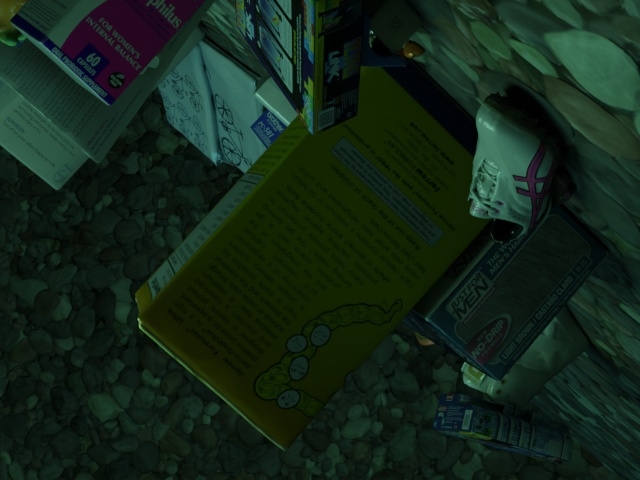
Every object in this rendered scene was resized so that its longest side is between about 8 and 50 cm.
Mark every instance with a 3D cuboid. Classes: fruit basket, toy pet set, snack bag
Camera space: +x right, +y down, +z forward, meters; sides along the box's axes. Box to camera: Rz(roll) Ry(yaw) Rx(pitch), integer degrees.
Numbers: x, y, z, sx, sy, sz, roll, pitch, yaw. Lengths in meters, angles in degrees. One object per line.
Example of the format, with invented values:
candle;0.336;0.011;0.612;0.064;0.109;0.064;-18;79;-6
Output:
fruit basket;-0.327;-0.319;1.350;0.165;0.327;0.353;-12;131;45
toy pet set;0.036;-0.176;0.946;0.122;0.065;0.114;43;176;-31
snack bag;-0.202;-0.250;2.014;0.342;0.037;0.323;40;154;29

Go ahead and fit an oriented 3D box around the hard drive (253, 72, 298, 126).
hard drive;0.057;-0.101;1.503;0.353;0.047;0.233;43;-172;-9

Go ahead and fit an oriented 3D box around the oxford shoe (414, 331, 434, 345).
oxford shoe;0.169;0.066;1.647;0.098;0.097;0.271;63;-165;-19

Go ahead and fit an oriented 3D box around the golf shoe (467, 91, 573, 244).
golf shoe;0.161;-0.053;0.938;0.067;0.086;0.186;41;175;33

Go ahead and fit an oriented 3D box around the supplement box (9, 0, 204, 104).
supplement box;-0.215;-0.276;1.220;0.111;0.220;0.114;43;175;-39

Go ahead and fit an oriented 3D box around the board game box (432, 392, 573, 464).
board game box;0.281;0.271;1.580;0.194;0.060;0.194;16;170;-8

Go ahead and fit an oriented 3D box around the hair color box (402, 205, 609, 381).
hair color box;0.161;0.030;1.232;0.105;0.174;0.347;41;177;-11

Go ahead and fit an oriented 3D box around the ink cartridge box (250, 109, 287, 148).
ink cartridge box;-0.013;-0.131;1.621;0.097;0.046;0.207;52;-162;20

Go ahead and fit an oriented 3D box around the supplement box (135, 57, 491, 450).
supplement box;0.000;0.000;1.126;0.195;0.356;0.194;43;177;-10

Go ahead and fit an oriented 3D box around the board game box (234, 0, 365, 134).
board game box;-0.020;-0.189;0.890;0.141;0.048;0.170;58;164;24

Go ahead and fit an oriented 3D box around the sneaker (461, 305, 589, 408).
sneaker;0.254;0.132;1.529;0.292;0.169;0.108;46;176;-41

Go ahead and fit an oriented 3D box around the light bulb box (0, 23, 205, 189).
light bulb box;-0.454;-0.348;1.795;0.358;0.361;0.225;40;175;26
